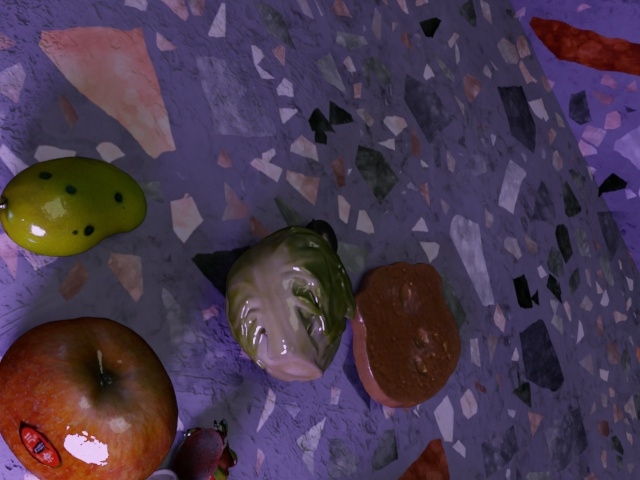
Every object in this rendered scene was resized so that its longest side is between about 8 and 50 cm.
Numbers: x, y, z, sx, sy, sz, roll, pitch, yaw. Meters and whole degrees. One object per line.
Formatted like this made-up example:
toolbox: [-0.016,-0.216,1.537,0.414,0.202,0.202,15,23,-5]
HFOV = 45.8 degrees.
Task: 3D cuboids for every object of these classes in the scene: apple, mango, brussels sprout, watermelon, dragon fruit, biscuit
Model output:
apple: [-0.374,0.266,1.247,0.309,0.250,0.278,46,52,-22]
mango: [-0.434,-0.064,1.359,0.293,0.142,0.175,-14,90,-54]
brussels sprout: [-0.057,0.123,1.599,0.327,0.247,0.328,17,64,-39]
watermelon: [0.000,0.000,1.799,0.078,0.078,0.111,-16,90,-45]
dragon fruit: [-0.227,0.438,1.448,0.142,0.138,0.175,-14,124,-9]
biscuit: [0.214,0.239,1.948,0.385,0.062,0.365,-13,86,-45]

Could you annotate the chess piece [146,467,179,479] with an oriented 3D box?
chess piece: [-0.267,0.557,1.360,0.144,0.144,0.251,-39,111,-42]
